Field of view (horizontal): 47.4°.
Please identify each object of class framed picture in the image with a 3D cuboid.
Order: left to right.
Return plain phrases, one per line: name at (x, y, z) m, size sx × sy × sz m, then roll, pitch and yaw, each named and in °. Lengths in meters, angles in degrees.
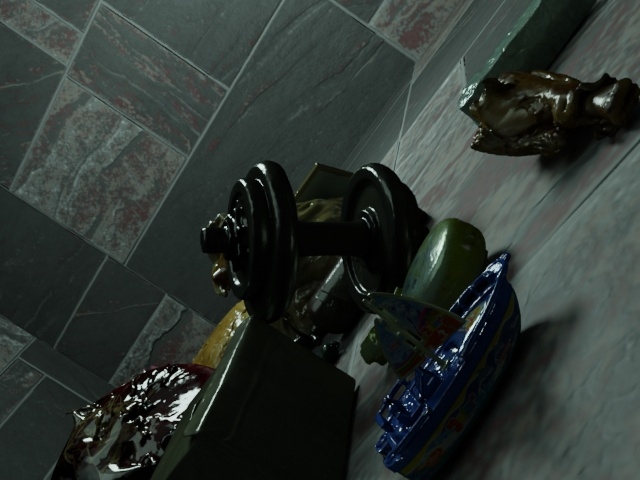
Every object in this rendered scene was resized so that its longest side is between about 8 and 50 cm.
framed picture at (0.038, -0.072, 1.346) m, size 0.136 × 0.200 × 0.010 m, roll -53°, pitch 44°, yaw 31°

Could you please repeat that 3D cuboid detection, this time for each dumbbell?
dumbbell at (0.000, 0.000, 0.878) m, size 0.192 × 0.289 × 0.192 m, roll 179°, pitch 90°, yaw -70°

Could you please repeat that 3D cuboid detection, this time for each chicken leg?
chicken leg at (0.202, -0.117, 0.661) m, size 0.207 × 0.101 × 0.085 m, roll -158°, pitch 72°, yaw -75°

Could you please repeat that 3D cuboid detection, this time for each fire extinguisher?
fire extinguisher at (0.005, 0.166, 1.013) m, size 0.083 × 0.025 × 0.038 m, roll -54°, pitch -17°, yaw 24°
fire extinguisher at (0.041, 0.049, 1.035) m, size 0.268 × 0.089 × 0.072 m, roll -55°, pitch 30°, yaw 6°

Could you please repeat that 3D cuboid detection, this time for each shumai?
shumai at (-0.063, 0.011, 1.273) m, size 0.314 × 0.262 × 0.267 m, roll -55°, pitch 7°, yaw -5°

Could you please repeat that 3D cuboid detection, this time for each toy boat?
toy boat at (0.076, 0.074, 0.519) m, size 0.175 × 0.110 × 0.091 m, roll -54°, pitch 6°, yaw -1°

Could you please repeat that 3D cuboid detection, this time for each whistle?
whistle at (0.100, 0.062, 0.714) m, size 0.104 × 0.057 × 0.198 m, roll -71°, pitch 8°, yaw -49°

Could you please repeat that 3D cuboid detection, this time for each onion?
onion at (-0.200, 0.310, 0.961) m, size 0.313 × 0.232 × 0.314 m, roll -24°, pitch 34°, yaw 18°

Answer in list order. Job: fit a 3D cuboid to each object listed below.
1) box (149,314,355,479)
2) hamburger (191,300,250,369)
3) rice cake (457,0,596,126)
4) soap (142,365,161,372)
box at (-0.072, 0.213, 0.741) m, size 0.149 × 0.155 × 0.231 m, roll -54°, pitch 7°, yaw 20°
hamburger at (-0.186, 0.257, 1.513) m, size 0.283 × 0.144 × 0.259 m, roll -45°, pitch 8°, yaw 35°
rice cake at (0.258, -0.236, 0.937) m, size 0.207 × 0.069 × 0.063 m, roll -56°, pitch 5°, yaw 14°
soap at (-0.367, 0.422, 1.753) m, size 0.325 × 0.220 × 0.127 m, roll -50°, pitch 17°, yaw 41°
